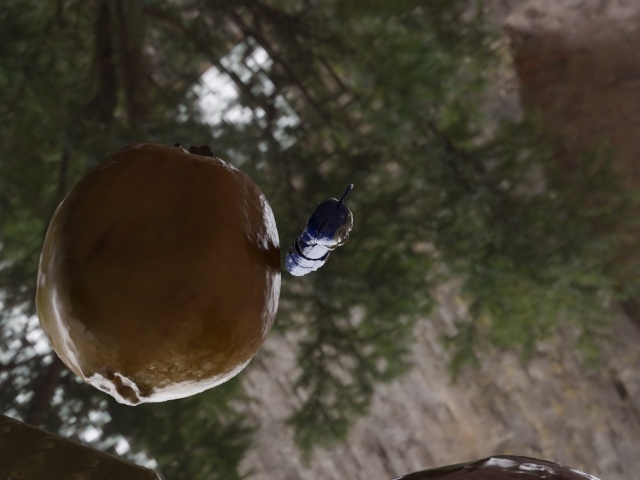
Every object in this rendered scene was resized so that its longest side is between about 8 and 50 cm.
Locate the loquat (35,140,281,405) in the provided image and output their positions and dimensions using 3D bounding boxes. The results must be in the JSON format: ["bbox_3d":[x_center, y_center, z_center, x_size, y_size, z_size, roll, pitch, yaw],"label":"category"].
[{"bbox_3d":[-0.123,0.022,1.214,0.187,0.176,0.234,15,-125,-11],"label":"loquat"}]

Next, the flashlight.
[{"bbox_3d":[0.000,0.000,1.232,0.035,0.121,0.057,33,-118,-1],"label":"flashlight"}]

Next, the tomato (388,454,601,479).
[{"bbox_3d":[0.094,0.247,1.088,0.289,0.334,0.176,8,-117,-71],"label":"tomato"}]

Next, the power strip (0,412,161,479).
[{"bbox_3d":[-0.250,0.232,1.418,0.105,0.256,0.070,-44,-49,-34],"label":"power strip"}]
